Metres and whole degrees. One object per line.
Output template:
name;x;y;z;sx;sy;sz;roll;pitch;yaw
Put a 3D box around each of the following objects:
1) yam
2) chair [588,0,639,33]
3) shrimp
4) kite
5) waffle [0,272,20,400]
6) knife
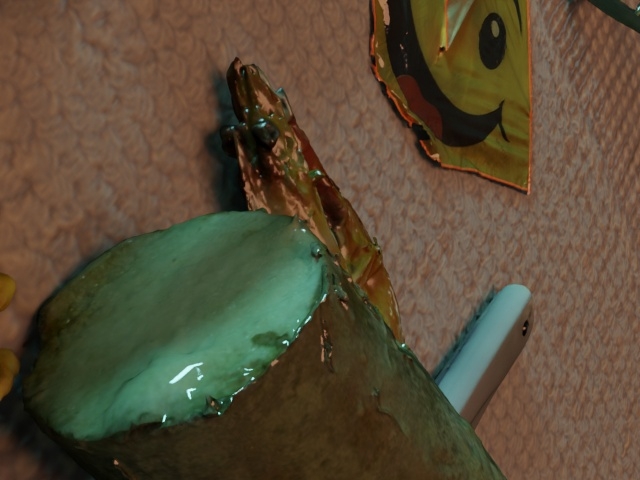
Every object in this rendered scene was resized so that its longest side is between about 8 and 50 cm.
yam;-0.014;0.126;0.711;0.300;0.195;0.195;53;48;-36
chair;0.333;-0.348;1.278;0.160;0.319;0.186;-21;147;-50
shrimp;-0.001;0.000;0.860;0.294;0.062;0.154;69;28;-24
kite;0.136;-0.207;1.095;0.378;0.013;0.327;58;44;-30
waffle;-0.223;0.065;0.557;0.229;0.057;0.219;-43;121;-47
knife;0.123;0.136;1.021;0.265;0.040;0.073;-51;136;-43
